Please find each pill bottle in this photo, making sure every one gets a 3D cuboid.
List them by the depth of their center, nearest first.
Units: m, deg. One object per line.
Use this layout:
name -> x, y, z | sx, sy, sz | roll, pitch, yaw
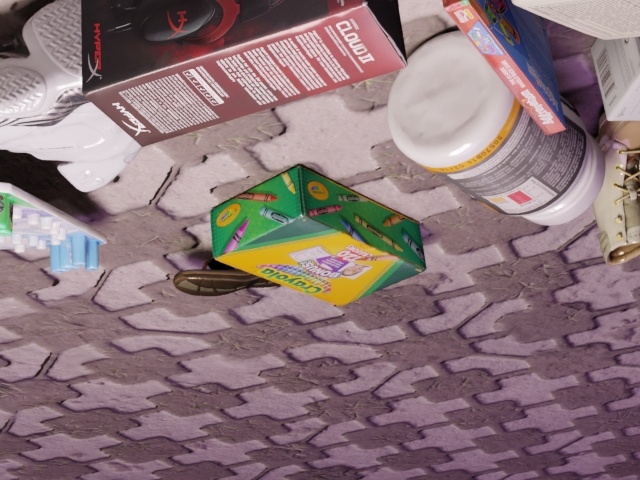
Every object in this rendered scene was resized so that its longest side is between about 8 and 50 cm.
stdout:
pill bottle -> 0.214, -0.120, 1.469 | 0.162, 0.162, 0.278 | -22, 150, 30

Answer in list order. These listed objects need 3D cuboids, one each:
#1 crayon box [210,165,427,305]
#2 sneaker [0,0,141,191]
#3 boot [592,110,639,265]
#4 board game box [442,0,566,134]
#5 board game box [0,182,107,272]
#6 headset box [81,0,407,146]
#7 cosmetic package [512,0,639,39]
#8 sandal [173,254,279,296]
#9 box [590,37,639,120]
crayon box -> 0.000, 0.000, 1.763 | 0.165, 0.081, 0.278 | -25, 149, 33
sneaker -> -0.330, -0.124, 1.331 | 0.365, 0.137, 0.210 | -18, 153, 0
boot -> 0.394, -0.075, 1.597 | 0.077, 0.165, 0.213 | -2, 156, -10
board game box -> 0.179, -0.226, 1.257 | 0.027, 0.145, 0.281 | -18, 152, 23
board game box -> -0.499, -0.001, 1.523 | 0.389, 0.050, 0.390 | -2, 171, 6
headset box -> -0.059, -0.233, 1.104 | 0.293, 0.218, 0.110 | -14, 154, 18
cosmetic package -> 0.340, -0.259, 1.116 | 0.160, 0.113, 0.309 | 9, 175, -43
sandal -> -0.121, 0.039, 1.856 | 0.219, 0.060, 0.090 | -9, 165, -30
box -> 0.368, -0.200, 1.404 | 0.087, 0.101, 0.102 | -1, 154, -13
